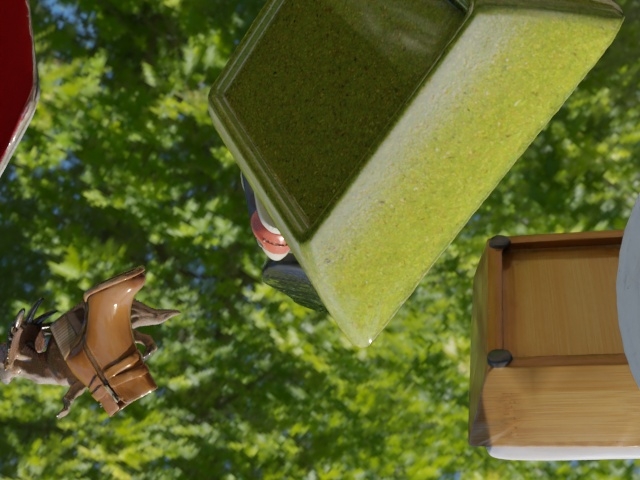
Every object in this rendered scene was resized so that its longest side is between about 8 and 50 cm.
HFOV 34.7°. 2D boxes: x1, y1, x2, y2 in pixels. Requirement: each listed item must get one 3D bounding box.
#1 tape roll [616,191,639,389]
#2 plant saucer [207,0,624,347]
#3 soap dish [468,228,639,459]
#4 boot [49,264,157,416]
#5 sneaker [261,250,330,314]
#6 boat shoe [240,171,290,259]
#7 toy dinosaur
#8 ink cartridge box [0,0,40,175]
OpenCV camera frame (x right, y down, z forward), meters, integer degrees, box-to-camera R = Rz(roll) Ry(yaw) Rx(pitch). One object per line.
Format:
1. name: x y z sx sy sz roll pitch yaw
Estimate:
1. tape roll: 0.351 0.033 0.726 0.100 0.286 0.286 7 -139 -31
2. plant saucer: 0.017 -0.080 0.485 0.045 0.188 0.188 18 -153 -40
3. soap dish: 0.272 0.098 1.082 0.228 0.118 0.291 -3 -148 11
4. boot: -0.258 0.132 1.341 0.152 0.197 0.073 56 -144 6
5. sneaker: -0.001 0.000 1.251 0.090 0.145 0.270 12 170 13
6. boat shoe: -0.039 -0.050 0.802 0.049 0.043 0.137 -3 -126 -10
7. toy dinosaur: -0.371 0.148 1.586 0.295 0.127 0.200 -35 -104 -12
8. ink cartridge box: -0.253 -0.063 0.464 0.130 0.272 0.309 21 -152 -35
